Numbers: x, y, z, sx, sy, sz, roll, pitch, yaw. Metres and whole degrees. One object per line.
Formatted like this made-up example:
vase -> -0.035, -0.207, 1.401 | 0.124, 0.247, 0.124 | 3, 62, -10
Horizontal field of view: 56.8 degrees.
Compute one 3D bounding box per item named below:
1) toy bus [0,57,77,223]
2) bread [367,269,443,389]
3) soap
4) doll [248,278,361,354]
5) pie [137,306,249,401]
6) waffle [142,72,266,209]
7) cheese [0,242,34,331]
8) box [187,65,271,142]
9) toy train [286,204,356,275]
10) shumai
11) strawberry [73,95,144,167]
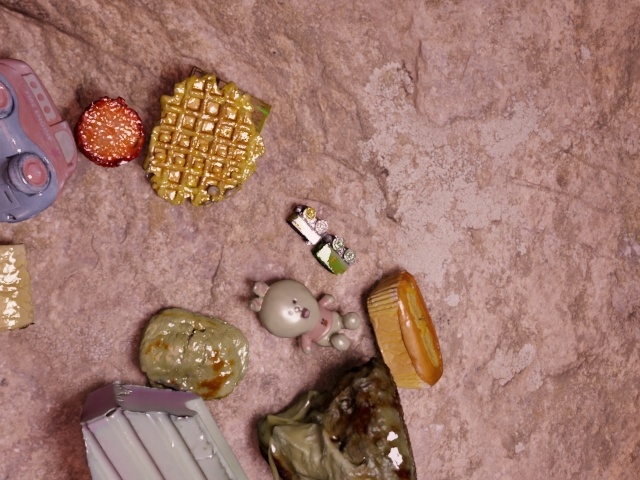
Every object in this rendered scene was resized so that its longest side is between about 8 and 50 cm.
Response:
toy bus -> -0.571, -0.193, 1.085 | 0.197, 0.232, 0.294 | -12, 112, 21
bread -> 0.212, 0.225, 1.469 | 0.119, 0.152, 0.288 | -14, 102, 24
soap -> -0.316, 0.493, 1.236 | 0.261, 0.156, 0.446 | -26, 108, -2
doll -> -0.048, 0.178, 1.385 | 0.275, 0.113, 0.155 | 23, 76, -15
pie -> -0.279, 0.264, 1.302 | 0.248, 0.090, 0.201 | 20, 89, -18
waffle -> -0.256, -0.211, 1.275 | 0.280, 0.060, 0.262 | -30, 109, -8
cheese -> -0.627, 0.092, 1.148 | 0.123, 0.094, 0.167 | -7, 96, -20
box -> -0.219, -0.289, 1.322 | 0.193, 0.030, 0.121 | 24, 84, -22
toy train -> 0.000, 0.000, 1.413 | 0.081, 0.060, 0.202 | -46, 107, -7
shumai -> 0.030, 0.457, 1.339 | 0.348, 0.395, 0.395 | -8, 97, 5
strawberry -> -0.431, -0.219, 1.210 | 0.145, 0.086, 0.145 | -2, 96, -21
